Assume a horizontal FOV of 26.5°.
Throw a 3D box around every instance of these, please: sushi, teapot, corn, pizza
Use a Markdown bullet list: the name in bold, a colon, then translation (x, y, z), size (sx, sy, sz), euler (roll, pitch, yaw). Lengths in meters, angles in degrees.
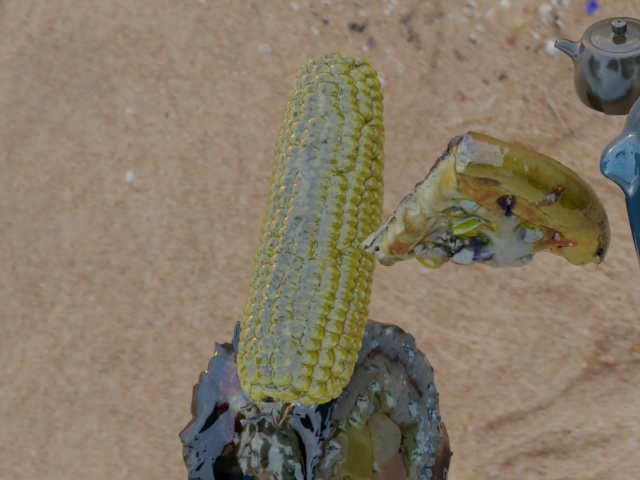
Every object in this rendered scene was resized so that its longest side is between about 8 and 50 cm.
- **sushi**: translation (-0.011, 0.179, 1.329), size (0.219, 0.225, 0.238), euler (-5, 45, 32)
- **teapot**: translation (0.255, -0.153, 1.129), size (0.121, 0.068, 0.076), euler (1, 43, 13)
- **corn**: translation (0.000, 0.000, 1.084), size (0.102, 0.101, 0.310), euler (3, 71, 29)
- **pizza**: translation (0.096, -0.014, 0.914), size (0.176, 0.185, 0.036), euler (-14, 60, 22)

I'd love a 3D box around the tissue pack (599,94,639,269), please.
- **tissue pack**: translation (0.306, 0.007, 0.838), size (0.198, 0.206, 0.287), euler (10, 119, 68)
